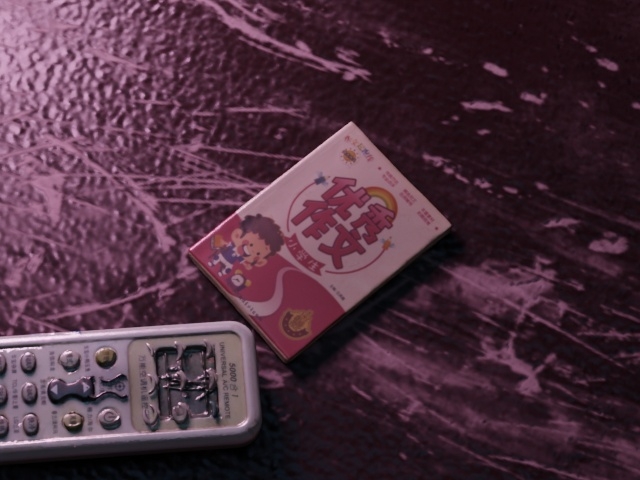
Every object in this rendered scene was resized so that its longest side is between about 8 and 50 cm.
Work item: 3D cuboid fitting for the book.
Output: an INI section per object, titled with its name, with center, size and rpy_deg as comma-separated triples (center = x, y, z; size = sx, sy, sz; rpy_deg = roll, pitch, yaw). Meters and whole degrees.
[book]
center = 0.000, 0.000, 2.001
size = 0.232, 0.022, 0.162
rpy_deg = -39, 76, -15

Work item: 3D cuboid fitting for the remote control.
[remote control]
center = -0.228, 0.155, 1.903
size = 0.335, 0.065, 0.128
rpy_deg = -3, 67, -5
